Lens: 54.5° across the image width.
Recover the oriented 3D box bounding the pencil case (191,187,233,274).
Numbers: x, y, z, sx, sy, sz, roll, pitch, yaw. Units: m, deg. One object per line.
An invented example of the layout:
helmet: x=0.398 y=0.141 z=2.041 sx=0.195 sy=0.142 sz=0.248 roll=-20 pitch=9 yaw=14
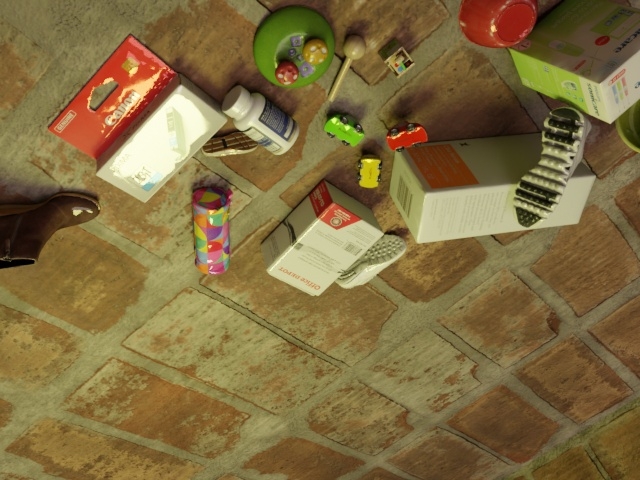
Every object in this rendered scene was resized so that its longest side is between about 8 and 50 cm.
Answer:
pencil case: x=-0.275 y=-0.024 z=1.589 sx=0.105 sy=0.104 sz=0.236 roll=-3 pitch=132 yaw=-15

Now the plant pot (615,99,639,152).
plant pot: x=0.963 y=-0.323 z=1.624 sx=0.254 sy=0.276 sz=0.276 roll=12 pitch=126 yaw=-39

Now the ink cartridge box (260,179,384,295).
ink cartridge box: x=0.000 y=0.000 z=1.680 sx=0.197 sy=0.114 sz=0.273 roll=29 pitch=115 yaw=-36

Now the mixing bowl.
mixing bowl: x=0.411 y=-0.502 z=1.387 sx=0.182 sy=0.098 sz=0.181 roll=-8 pitch=131 yaw=-9

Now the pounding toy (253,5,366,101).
pounding toy: x=-0.023 y=-0.387 z=1.343 sx=0.237 sy=0.110 sz=0.183 roll=14 pitch=124 yaw=-26

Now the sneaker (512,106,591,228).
sneaker: x=0.545 y=-0.161 z=1.445 sx=0.118 sy=0.110 sz=0.292 roll=-6 pitch=123 yaw=-48

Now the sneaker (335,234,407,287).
sneaker: x=0.150 y=0.065 z=1.815 sx=0.235 sy=0.090 sz=0.095 roll=-28 pitch=145 yaw=13

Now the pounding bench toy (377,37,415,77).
pounding bench toy: x=0.179 y=-0.404 z=1.408 sx=0.052 sy=0.083 sz=0.065 roll=-38 pitch=129 yaw=15

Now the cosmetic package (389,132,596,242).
cosmetic package: x=0.434 y=-0.144 z=1.614 sx=0.454 sy=0.230 sz=0.161 roll=-7 pitch=130 yaw=-13

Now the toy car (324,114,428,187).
toy car: x=0.111 y=-0.251 z=1.525 sx=0.225 sy=0.053 sz=0.239 roll=26 pitch=134 yaw=-23

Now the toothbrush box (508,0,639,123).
toothbrush box: x=0.598 y=-0.410 z=1.373 sx=0.206 sy=0.283 sz=0.122 roll=-40 pitch=132 yaw=0

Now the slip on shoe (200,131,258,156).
slip on shoe: x=-0.216 y=-0.222 z=1.475 sx=0.136 sy=0.051 sz=0.041 roll=-14 pitch=172 yaw=-15

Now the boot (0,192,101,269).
boot: x=-0.630 y=-0.013 z=1.411 sx=0.249 sy=0.206 sz=0.090 roll=-6 pitch=131 yaw=-12

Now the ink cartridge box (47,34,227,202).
ink cartridge box: x=-0.402 y=-0.254 z=1.372 sx=0.296 sy=0.066 sz=0.261 roll=-41 pitch=130 yaw=18

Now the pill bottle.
pill bottle: x=-0.137 y=-0.276 z=1.414 sx=0.094 sy=0.094 sz=0.169 roll=-42 pitch=129 yaw=19
